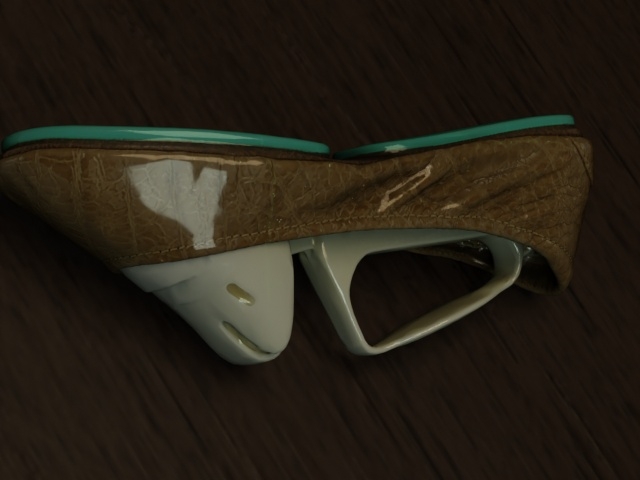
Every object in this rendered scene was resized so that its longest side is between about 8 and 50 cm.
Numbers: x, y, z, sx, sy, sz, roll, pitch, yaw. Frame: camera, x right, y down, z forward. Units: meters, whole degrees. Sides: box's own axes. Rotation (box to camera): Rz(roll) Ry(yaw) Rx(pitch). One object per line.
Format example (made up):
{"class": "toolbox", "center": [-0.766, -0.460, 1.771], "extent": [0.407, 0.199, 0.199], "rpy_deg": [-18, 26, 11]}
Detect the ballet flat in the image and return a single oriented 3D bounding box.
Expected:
{"class": "ballet flat", "center": [0.000, 0.000, 0.908], "extent": [0.342, 0.116, 0.124], "rpy_deg": [-3, 86, -30]}
